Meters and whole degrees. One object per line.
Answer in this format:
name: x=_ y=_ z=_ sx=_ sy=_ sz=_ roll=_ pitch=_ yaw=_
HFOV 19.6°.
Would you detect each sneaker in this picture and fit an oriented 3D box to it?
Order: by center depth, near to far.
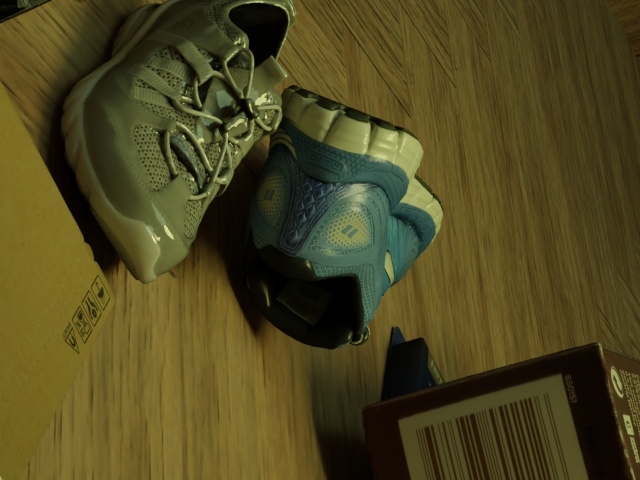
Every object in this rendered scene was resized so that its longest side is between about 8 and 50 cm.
sneaker: x=-0.079 y=-0.085 z=1.141 sx=0.281 sy=0.115 sz=0.105 roll=-83 pitch=149 yaw=-53
sneaker: x=0.000 y=0.000 z=1.314 sx=0.147 sy=0.130 sz=0.330 roll=-65 pitch=168 yaw=-6

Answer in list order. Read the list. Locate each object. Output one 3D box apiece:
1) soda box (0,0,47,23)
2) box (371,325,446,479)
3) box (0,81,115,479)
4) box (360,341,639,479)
soda box: x=-0.169 y=-0.163 z=1.058 sx=0.169 sy=0.053 sz=0.060 roll=-54 pitch=124 yaw=-69
box: x=0.091 y=0.177 z=1.516 sx=0.225 sy=0.036 sz=0.136 roll=-80 pitch=147 yaw=-58
box: x=-0.171 y=0.012 z=0.935 sx=0.201 sy=0.021 sz=0.164 roll=-70 pitch=138 yaw=-62
box: x=0.193 y=0.184 z=1.445 sx=0.381 sy=0.191 sz=0.143 roll=18 pitch=57 yaw=-65
